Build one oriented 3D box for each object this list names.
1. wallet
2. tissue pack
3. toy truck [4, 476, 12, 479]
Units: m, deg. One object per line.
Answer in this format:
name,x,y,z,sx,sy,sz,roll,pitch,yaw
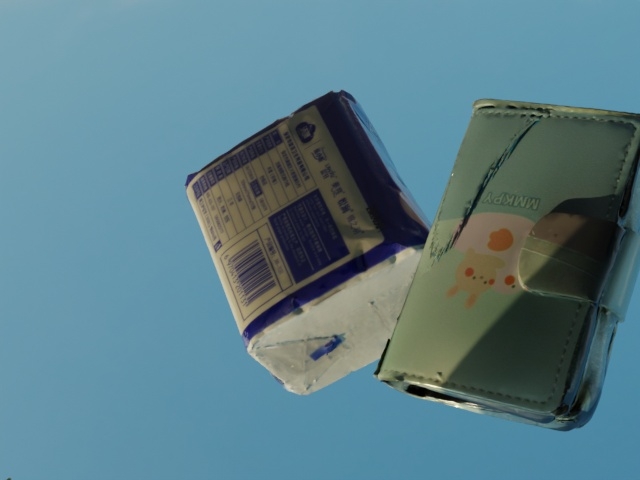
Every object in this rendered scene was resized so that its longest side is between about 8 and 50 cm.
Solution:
wallet,0.157,0.014,1.024,0.176,0.075,0.250,10,-110,34
tissue pack,0.000,0.000,1.313,0.209,0.137,0.270,-30,-136,3
toy truck,-0.329,0.379,1.418,0.161,0.385,0.162,-43,-166,-16
